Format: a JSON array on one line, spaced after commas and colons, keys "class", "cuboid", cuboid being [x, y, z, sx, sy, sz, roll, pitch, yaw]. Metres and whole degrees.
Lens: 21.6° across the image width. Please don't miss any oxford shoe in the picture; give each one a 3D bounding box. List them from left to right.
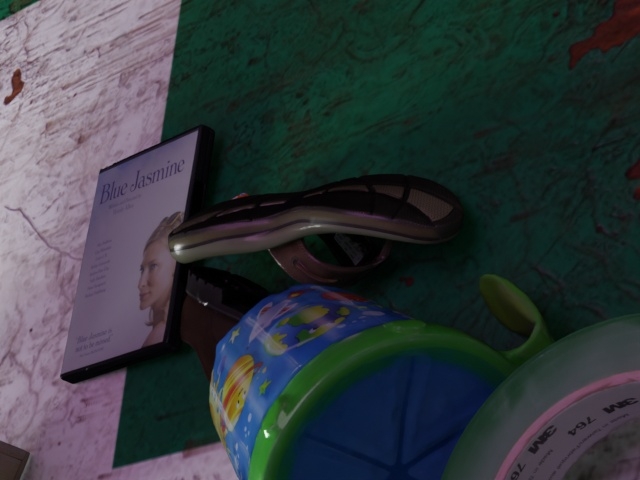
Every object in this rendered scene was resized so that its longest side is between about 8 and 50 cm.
[{"class": "oxford shoe", "cuboid": [-0.054, 0.106, 1.525, 0.227, 0.083, 0.096, 31, 108, 51]}]

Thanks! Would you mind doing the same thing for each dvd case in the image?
[{"class": "dvd case", "cuboid": [-0.191, 0.014, 1.744, 0.180, 0.022, 0.253, -20, 53, 43]}]

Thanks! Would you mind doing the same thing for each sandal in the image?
[{"class": "sandal", "cuboid": [0.000, 0.000, 1.515, 0.303, 0.120, 0.086, -7, 104, 35]}]

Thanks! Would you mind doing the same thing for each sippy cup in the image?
[{"class": "sippy cup", "cuboid": [0.021, 0.144, 1.313, 0.224, 0.305, 0.240, -144, 58, -61]}]

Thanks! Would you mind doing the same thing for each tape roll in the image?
[{"class": "tape roll", "cuboid": [0.227, 0.210, 1.112, 0.321, 0.077, 0.321, -14, 64, 29]}]

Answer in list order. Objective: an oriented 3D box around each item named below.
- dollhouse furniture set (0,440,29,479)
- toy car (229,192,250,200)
[{"class": "dollhouse furniture set", "cuboid": [-0.547, 0.209, 1.725, 0.394, 0.256, 0.362, 15, 76, 28]}, {"class": "toy car", "cuboid": [-0.100, 0.002, 1.640, 0.122, 0.060, 0.040, -45, 31, 14]}]
